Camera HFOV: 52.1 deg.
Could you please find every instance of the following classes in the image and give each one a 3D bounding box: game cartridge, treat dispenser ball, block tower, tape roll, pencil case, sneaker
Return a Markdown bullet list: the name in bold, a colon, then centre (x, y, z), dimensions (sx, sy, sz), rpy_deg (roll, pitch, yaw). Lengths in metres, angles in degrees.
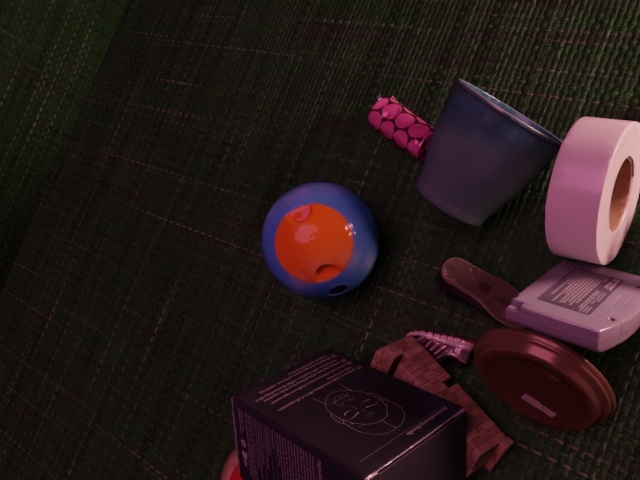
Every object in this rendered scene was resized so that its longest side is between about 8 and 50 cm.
- **game cartridge**: centre (0.507, 0.119, 1.250), dimensions (0.198, 0.297, 0.062), rpy_deg (23, 119, 35)
- **treat dispenser ball**: centre (0.000, 0.000, 1.608), dimensions (0.288, 0.288, 0.287), rpy_deg (-12, 68, 30)
- **block tower**: centre (0.251, 0.350, 1.414), dimensions (0.335, 0.097, 0.090), rpy_deg (45, 137, 32)
- **tape roll**: centre (0.544, -0.098, 1.290), dimensions (0.100, 0.286, 0.286), rpy_deg (14, 82, 36)
- **pencil case**: centre (0.218, -0.293, 1.693), dimensions (0.098, 0.095, 0.209), rpy_deg (-39, 56, -9)
- **sneaker**: centre (0.265, 0.249, 1.485), dimensions (0.171, 0.063, 0.074), rpy_deg (6, 81, 37)
- **sneaker**: centre (0.361, 0.124, 1.468), dimensions (0.222, 0.118, 0.083), rpy_deg (38, 76, 9)

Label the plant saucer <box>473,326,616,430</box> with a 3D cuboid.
- **plant saucer**: centre (0.417, 0.274, 1.257), dimensions (0.278, 0.277, 0.041), rpy_deg (16, 53, 36)

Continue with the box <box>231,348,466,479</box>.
- **box**: centre (0.055, 0.422, 1.353), dimensions (0.396, 0.294, 0.211), rpy_deg (16, 116, 46)

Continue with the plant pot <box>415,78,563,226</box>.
- **plant pot**: centre (0.353, -0.182, 1.470), dimensions (0.271, 0.272, 0.255), rpy_deg (48, 116, 35)

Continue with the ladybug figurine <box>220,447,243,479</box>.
- **ladybug figurine**: centre (-0.071, 0.614, 1.517), dimensions (0.450, 0.162, 0.304), rpy_deg (18, 84, 36)
